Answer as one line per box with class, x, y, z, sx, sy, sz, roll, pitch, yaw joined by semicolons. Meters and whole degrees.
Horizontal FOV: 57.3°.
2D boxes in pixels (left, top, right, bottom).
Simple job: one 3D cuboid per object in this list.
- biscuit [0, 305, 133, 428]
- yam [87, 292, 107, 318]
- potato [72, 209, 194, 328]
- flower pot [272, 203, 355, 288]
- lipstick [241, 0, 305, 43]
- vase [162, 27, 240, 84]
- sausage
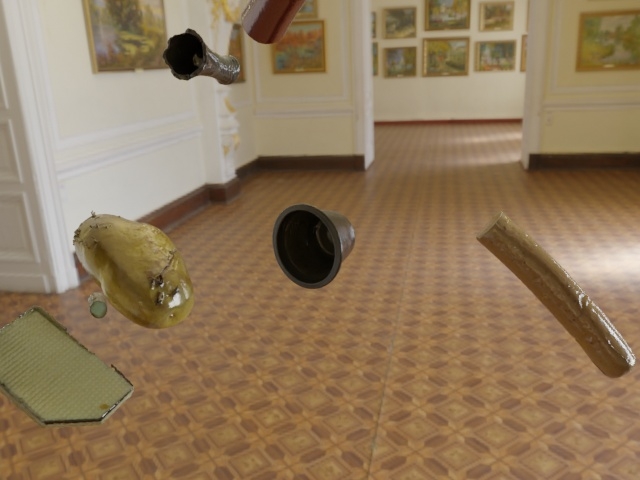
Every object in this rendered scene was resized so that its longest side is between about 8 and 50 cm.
biscuit;-0.476;0.241;1.045;0.252;0.052;0.150;36;48;6
yam;-0.536;0.156;1.410;0.043;0.043;0.094;-9;12;-22
potato;-0.364;0.048;1.145;0.173;0.140;0.300;-23;53;-41
flower pot;0.000;0.000;1.612;0.235;0.235;0.148;10;20;35
lipstick;-0.054;-0.354;0.828;0.080;0.080;0.241;-8;0;-18
vase;-0.276;-0.432;1.429;0.115;0.115;0.237;2;7;15
sausage;0.355;0.082;0.876;0.066;0.301;0.066;-43;-1;-1
